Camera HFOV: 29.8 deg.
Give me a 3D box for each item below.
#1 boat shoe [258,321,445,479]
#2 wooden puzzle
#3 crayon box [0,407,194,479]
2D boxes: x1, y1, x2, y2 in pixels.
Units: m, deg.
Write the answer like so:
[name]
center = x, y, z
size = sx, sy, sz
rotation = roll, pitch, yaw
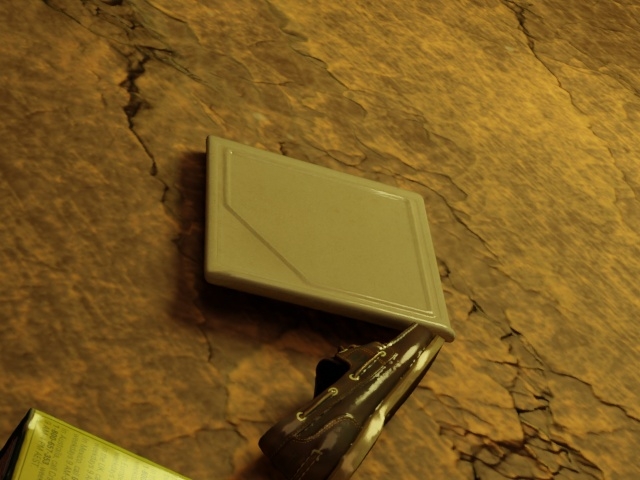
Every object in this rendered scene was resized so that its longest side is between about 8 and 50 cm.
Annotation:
[boat shoe]
center = 0.028, 0.113, 0.908
size = 0.073, 0.073, 0.207
rotation = 36, 35, 9
[wooden puzzle]
center = 0.000, 0.000, 1.076
size = 0.221, 0.044, 0.238
rotation = 15, 31, -16
[crayon box]
center = -0.049, 0.244, 0.645
size = 0.318, 0.081, 0.202
rotation = 28, 32, -16
